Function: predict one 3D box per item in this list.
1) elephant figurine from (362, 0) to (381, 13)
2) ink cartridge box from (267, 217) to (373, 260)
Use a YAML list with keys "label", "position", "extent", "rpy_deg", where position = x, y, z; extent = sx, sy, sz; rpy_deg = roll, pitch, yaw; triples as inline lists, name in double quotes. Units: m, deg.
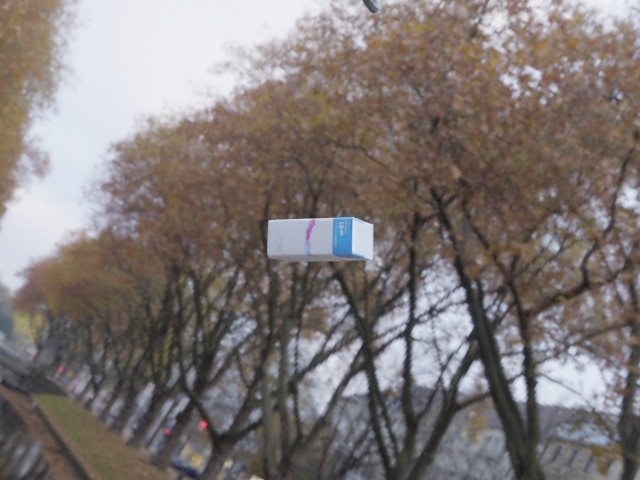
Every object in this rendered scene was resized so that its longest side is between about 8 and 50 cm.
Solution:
- label: "elephant figurine"
  position: [0.132, -0.555, 1.709]
  extent: [0.169, 0.239, 0.186]
  rpy_deg: [51, 6, 0]
- label: "ink cartridge box"
  position: [0.000, 0.000, 1.290]
  extent: [0.122, 0.052, 0.088]
  rpy_deg: [-3, -7, 20]
